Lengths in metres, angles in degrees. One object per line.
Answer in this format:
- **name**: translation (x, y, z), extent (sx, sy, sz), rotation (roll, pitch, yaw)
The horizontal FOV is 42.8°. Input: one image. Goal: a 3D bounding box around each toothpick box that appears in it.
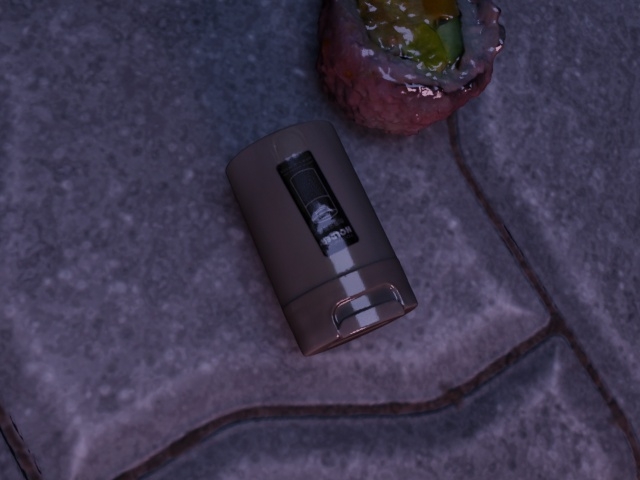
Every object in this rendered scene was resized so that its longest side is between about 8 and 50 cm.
- **toothpick box**: translation (0.000, 0.000, 0.710), extent (0.111, 0.111, 0.181), rotation (-20, 78, -21)

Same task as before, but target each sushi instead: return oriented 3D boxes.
- **sushi**: translation (0.054, -0.208, 0.794), extent (0.161, 0.107, 0.241), rotation (-40, 80, -24)
